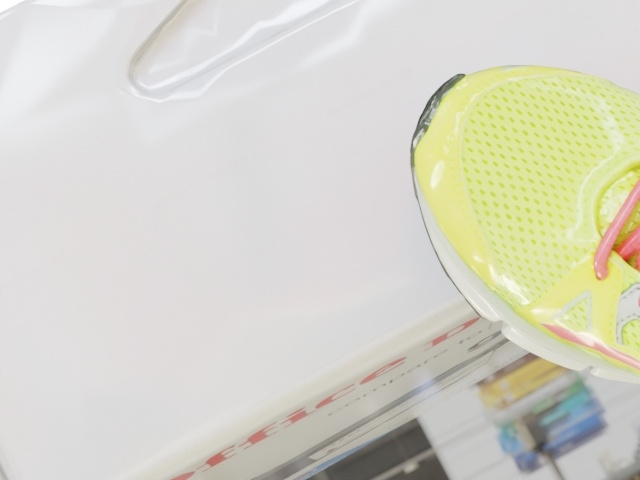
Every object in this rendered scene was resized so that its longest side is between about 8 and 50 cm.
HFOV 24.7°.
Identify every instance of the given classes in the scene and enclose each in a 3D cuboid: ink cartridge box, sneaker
[{"bbox_3d":[0.000,0.000,0.661,0.285,0.166,0.395,-29,-12,-3],"label":"ink cartridge box"},{"bbox_3d":[0.119,0.015,0.388,0.081,0.208,0.094,-56,-1,-11],"label":"sneaker"}]
